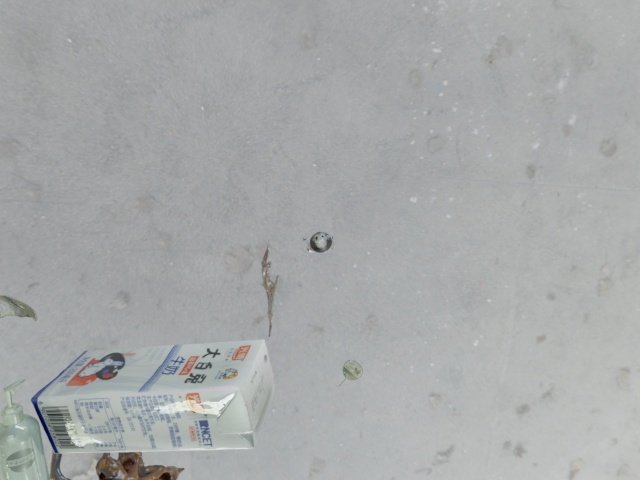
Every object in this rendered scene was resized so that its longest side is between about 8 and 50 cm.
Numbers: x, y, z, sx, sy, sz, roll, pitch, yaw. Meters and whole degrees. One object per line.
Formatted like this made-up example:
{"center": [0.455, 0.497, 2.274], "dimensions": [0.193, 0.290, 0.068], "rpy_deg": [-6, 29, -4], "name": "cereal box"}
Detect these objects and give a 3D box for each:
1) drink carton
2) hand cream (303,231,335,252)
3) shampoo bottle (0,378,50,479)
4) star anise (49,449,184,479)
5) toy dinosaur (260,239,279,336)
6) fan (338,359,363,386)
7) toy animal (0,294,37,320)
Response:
{"center": [-0.235, 0.228, 0.654], "dimensions": [0.316, 0.130, 0.106], "rpy_deg": [-6, 109, 10], "name": "drink carton"}
{"center": [0.000, 0.004, 1.101], "dimensions": [0.084, 0.257, 0.050], "rpy_deg": [-6, 90, -3], "name": "hand cream"}
{"center": [-0.413, 0.285, 0.604], "dimensions": [0.056, 0.056, 0.194], "rpy_deg": [-3, 109, -13], "name": "shampoo bottle"}
{"center": [-0.402, 0.479, 0.872], "dimensions": [0.346, 0.237, 0.148], "rpy_deg": [39, 102, 7], "name": "star anise"}
{"center": [-0.116, 0.109, 1.004], "dimensions": [0.032, 0.108, 0.219], "rpy_deg": [-4, 92, -19], "name": "toy dinosaur"}
{"center": [0.087, 0.372, 1.223], "dimensions": [0.060, 0.003, 0.080], "rpy_deg": [14, 90, -12], "name": "fan"}
{"center": [-0.696, 0.129, 0.883], "dimensions": [0.220, 0.095, 0.155], "rpy_deg": [-1, 111, 3], "name": "toy animal"}
